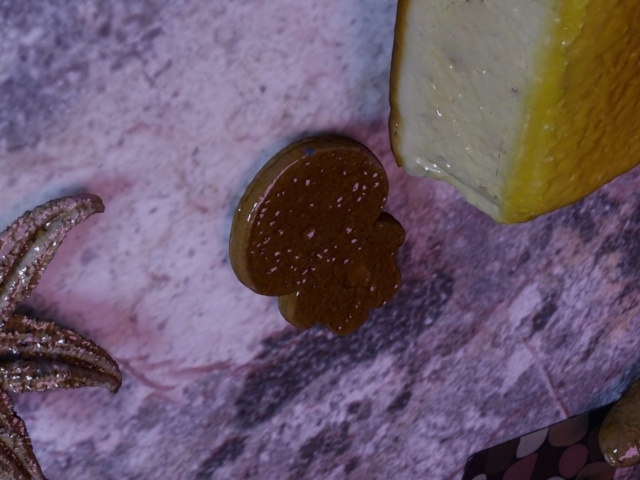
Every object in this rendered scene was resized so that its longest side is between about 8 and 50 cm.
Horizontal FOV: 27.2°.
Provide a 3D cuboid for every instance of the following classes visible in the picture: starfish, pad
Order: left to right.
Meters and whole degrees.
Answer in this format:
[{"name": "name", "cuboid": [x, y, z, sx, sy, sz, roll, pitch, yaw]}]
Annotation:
[{"name": "starfish", "cuboid": [-0.204, 0.068, 0.770, 0.240, 0.043, 0.227, -51, 141, -3]}, {"name": "pad", "cuboid": [0.214, 0.237, 1.287, 0.235, 0.003, 0.158, -13, 127, -34]}]

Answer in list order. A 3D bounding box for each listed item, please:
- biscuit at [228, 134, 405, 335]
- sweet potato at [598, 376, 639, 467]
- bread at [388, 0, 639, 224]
[{"name": "biscuit", "cuboid": [0.000, 0.000, 0.906, 0.124, 0.026, 0.175, -39, 138, -9]}, {"name": "sweet potato", "cuboid": [0.395, 0.087, 1.261, 0.114, 0.092, 0.341, 34, 94, -35]}, {"name": "bread", "cuboid": [0.202, -0.202, 0.795, 0.324, 0.143, 0.333, -30, 147, -29]}]
